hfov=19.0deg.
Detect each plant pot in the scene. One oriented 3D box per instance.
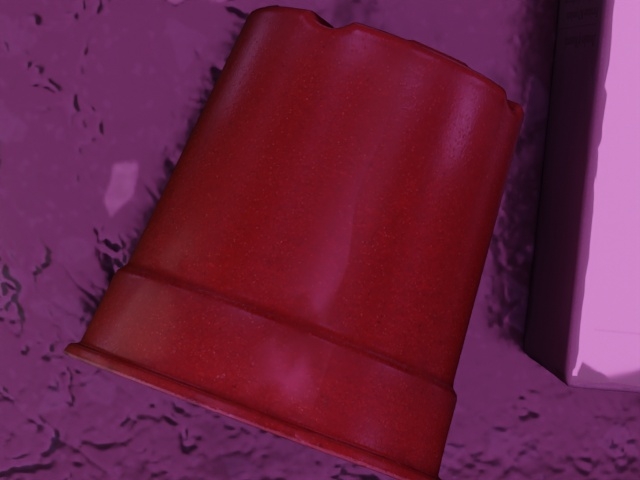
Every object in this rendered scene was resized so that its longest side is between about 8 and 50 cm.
[{"bbox_3d":[0.000,0.000,1.286,0.272,0.272,0.265,21,85,-6],"label":"plant pot"}]

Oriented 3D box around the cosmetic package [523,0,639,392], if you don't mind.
[{"bbox_3d":[0.287,-0.122,1.338,0.230,0.161,0.453,4,95,-5],"label":"cosmetic package"}]
